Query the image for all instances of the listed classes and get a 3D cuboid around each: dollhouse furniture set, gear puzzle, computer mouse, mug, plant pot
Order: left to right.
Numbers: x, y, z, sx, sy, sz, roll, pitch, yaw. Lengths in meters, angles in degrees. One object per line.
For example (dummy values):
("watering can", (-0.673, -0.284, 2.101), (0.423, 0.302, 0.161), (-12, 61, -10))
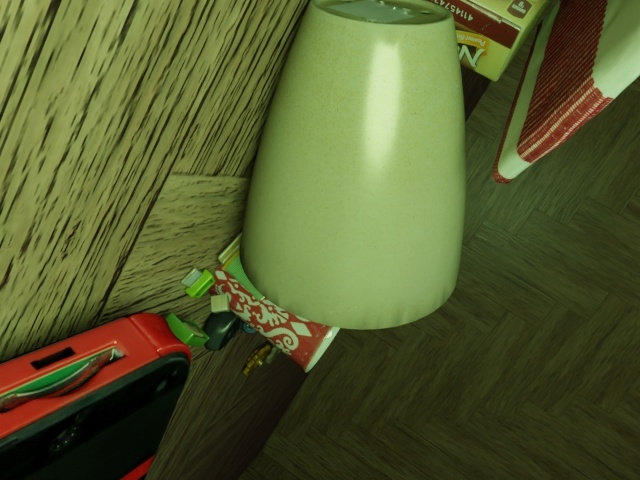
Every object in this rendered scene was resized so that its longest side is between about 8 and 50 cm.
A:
("dollhouse furniture set", (-0.111, 0.052, 0.607), (0.151, 0.076, 0.058), (-47, 164, -8))
("computer mouse", (-0.103, 0.072, 0.805), (0.242, 0.041, 0.071), (-50, 168, -38))
("gear puzzle", (-0.086, 0.214, 1.287), (0.339, 0.044, 0.175), (-43, 164, -42))
("mug", (-0.046, 0.066, 0.698), (0.150, 0.169, 0.113), (-60, 168, 10))
("plant pot", (0.042, -0.095, 0.536), (0.256, 0.257, 0.273), (-45, 149, -46))

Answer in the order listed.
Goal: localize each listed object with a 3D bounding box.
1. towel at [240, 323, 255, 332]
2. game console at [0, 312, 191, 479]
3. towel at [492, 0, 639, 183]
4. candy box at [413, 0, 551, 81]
("towel", (-0.106, 0.127, 0.871), (0.067, 0.029, 0.119), (-47, -173, -15))
("game console", (-0.273, 0.235, 0.377), (0.387, 0.060, 0.341), (-20, 142, -59))
("towel", (0.242, -0.199, 0.345), (0.237, 0.037, 0.329), (-62, -177, -30))
("candy box", (0.194, -0.342, 0.555), (0.316, 0.183, 0.087), (-54, 169, -15))
